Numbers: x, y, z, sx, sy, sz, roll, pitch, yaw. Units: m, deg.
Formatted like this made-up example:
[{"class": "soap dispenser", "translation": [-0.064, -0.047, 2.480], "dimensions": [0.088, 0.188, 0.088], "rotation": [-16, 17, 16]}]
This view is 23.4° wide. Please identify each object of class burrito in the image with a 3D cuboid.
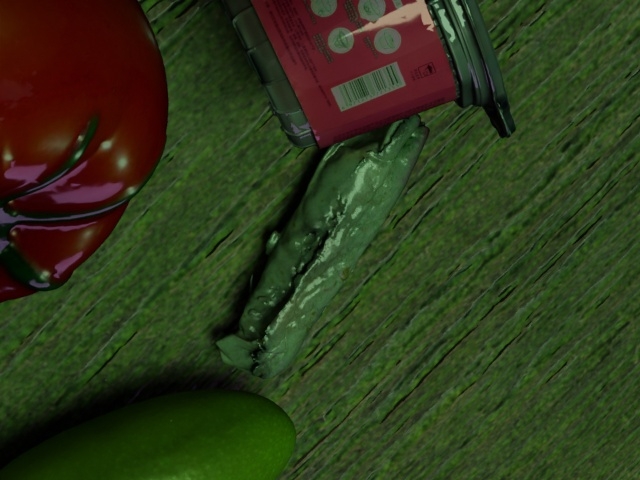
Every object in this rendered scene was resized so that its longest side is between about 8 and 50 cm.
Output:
[{"class": "burrito", "translation": [0.003, 0.002, 1.494], "dimensions": [0.096, 0.066, 0.309], "rotation": [22, 105, -43]}]

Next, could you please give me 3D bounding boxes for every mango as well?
[{"class": "mango", "translation": [-0.172, 0.249, 1.473], "dimensions": [0.343, 0.156, 0.192], "rotation": [-24, 128, -19]}]

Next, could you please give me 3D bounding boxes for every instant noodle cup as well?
[{"class": "instant noodle cup", "translation": [0.020, -0.189, 1.294], "dimensions": [0.182, 0.302, 0.258], "rotation": [-25, 171, 0]}]

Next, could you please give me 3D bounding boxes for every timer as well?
[{"class": "timer", "translation": [-0.298, -0.086, 1.085], "dimensions": [0.378, 0.279, 0.378], "rotation": [-30, 162, -11]}]
